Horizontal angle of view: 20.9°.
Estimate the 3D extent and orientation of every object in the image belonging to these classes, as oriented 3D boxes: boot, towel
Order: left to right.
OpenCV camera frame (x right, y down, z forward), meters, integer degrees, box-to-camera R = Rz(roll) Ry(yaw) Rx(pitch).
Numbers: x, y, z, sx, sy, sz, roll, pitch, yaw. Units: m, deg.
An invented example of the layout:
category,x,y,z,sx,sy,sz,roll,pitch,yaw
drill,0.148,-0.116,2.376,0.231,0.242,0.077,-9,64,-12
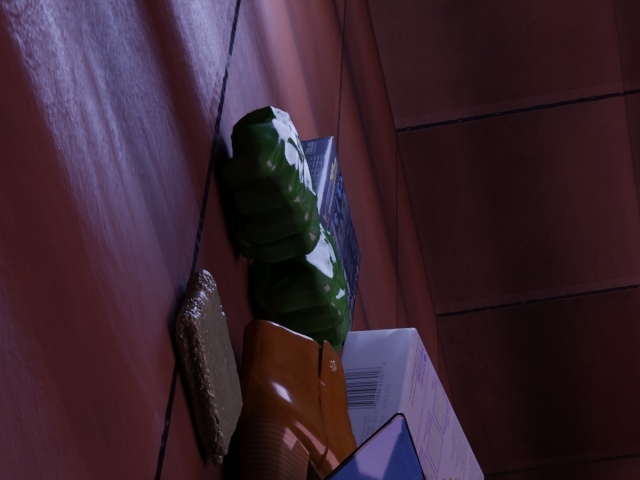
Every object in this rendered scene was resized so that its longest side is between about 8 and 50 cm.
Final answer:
category,x,y,z,sx,sy,sz,roll,pitch,yaw
towel,-0.098,0.110,1.512,0.110,0.027,0.148,-78,159,-65
boot,0.018,0.219,1.694,0.295,0.104,0.211,45,35,-37

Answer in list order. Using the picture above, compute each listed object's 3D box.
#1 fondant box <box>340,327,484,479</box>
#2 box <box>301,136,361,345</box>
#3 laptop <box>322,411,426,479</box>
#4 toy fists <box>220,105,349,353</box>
category,x,y,z,sx,sy,sz,roll,pitch,yaw
fondant box,0.104,0.299,2.116,0.330,0.096,0.238,63,30,-44
box,0.000,0.000,2.169,0.232,0.059,0.183,-82,161,-61
laptop,0.068,0.423,1.411,0.408,0.236,0.382,-125,-165,-65
toy fists,-0.036,0.002,1.826,0.142,0.096,0.279,-104,178,-55
